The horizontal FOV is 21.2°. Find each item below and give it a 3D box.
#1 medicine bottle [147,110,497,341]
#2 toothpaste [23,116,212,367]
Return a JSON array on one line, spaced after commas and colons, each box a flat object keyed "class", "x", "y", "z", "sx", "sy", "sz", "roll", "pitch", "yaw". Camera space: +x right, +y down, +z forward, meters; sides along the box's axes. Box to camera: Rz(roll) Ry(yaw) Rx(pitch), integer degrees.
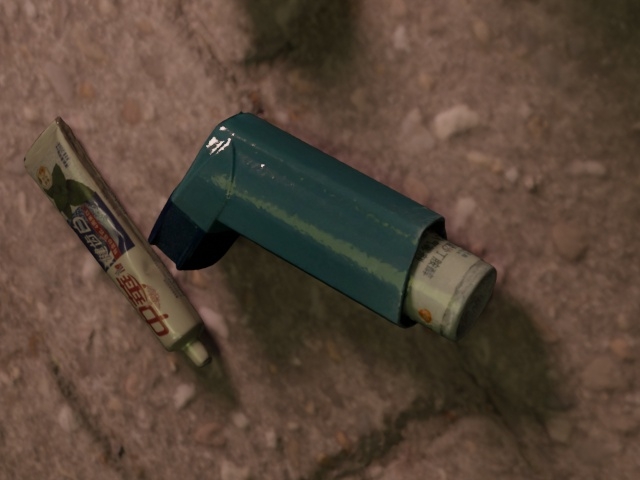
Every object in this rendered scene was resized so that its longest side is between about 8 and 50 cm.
[{"class": "medicine bottle", "x": 0.000, "y": 0.000, "z": 1.252, "sx": 0.258, "sy": 0.079, "sz": 0.124, "roll": 27, "pitch": 117, "yaw": 19}, {"class": "toothpaste", "x": -0.161, "y": 0.008, "z": 1.378, "sx": 0.060, "sy": 0.038, "sz": 0.233, "roll": -41, "pitch": 83, "yaw": 33}]
